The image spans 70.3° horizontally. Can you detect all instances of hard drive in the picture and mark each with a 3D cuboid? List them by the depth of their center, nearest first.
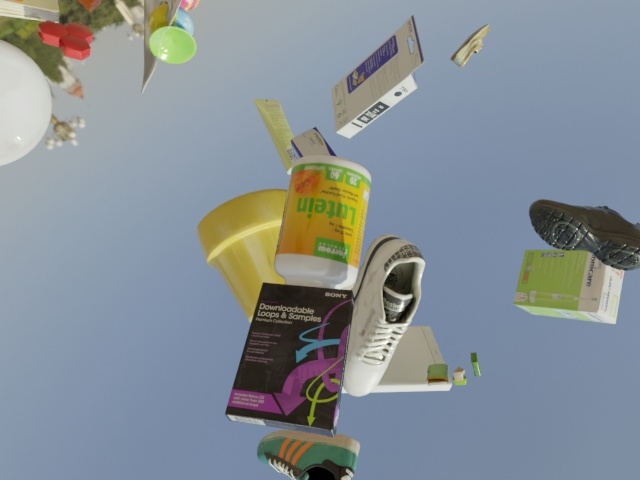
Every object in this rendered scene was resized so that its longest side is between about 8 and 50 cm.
[{"bbox_3d":[0.210,0.367,1.435,0.352,0.047,0.233,2,-141,-11],"label":"hard drive"}]

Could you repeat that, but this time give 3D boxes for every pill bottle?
[{"bbox_3d":[-0.374,-0.160,0.432,0.214,0.117,0.117,27,-117,19],"label":"pill bottle"},{"bbox_3d":[0.000,0.000,0.738,0.136,0.136,0.246,1,-105,36],"label":"pill bottle"}]

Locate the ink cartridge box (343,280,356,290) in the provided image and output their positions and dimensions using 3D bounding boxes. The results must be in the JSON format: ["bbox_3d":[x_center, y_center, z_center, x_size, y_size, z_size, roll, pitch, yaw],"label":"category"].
[{"bbox_3d":[0.016,0.111,1.357,0.160,0.093,0.219,-9,-175,-1],"label":"ink cartridge box"}]

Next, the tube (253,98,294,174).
[{"bbox_3d":[-0.112,-0.305,1.305,0.062,0.070,0.241,-25,-101,5],"label":"tube"}]

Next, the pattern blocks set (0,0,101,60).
[{"bbox_3d":[-0.521,-0.430,0.755,0.026,0.285,0.325,-51,-136,43],"label":"pattern blocks set"}]

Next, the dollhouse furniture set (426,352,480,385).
[{"bbox_3d":[0.364,0.356,1.269,0.151,0.059,0.076,-11,-153,22],"label":"dollhouse furniture set"}]

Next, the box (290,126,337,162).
[{"bbox_3d":[-0.008,-0.168,1.067,0.072,0.137,0.126,-27,-116,-11],"label":"box"}]

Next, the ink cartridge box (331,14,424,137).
[{"bbox_3d":[0.161,-0.437,1.250,0.332,0.065,0.166,-28,-122,46],"label":"ink cartridge box"}]

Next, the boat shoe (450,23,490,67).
[{"bbox_3d":[0.423,-0.540,1.265,0.135,0.045,0.050,-45,-166,5],"label":"boat shoe"}]

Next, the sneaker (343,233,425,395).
[{"bbox_3d":[0.076,0.110,0.608,0.095,0.089,0.235,-133,-125,-70],"label":"sneaker"}]

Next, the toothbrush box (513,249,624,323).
[{"bbox_3d":[0.812,0.144,1.498,0.283,0.122,0.207,-5,-117,58],"label":"toothbrush box"}]

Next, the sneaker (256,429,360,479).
[{"bbox_3d":[-0.050,0.546,1.114,0.301,0.108,0.121,-17,-148,32],"label":"sneaker"}]

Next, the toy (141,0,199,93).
[{"bbox_3d":[-0.148,-0.280,0.478,0.137,0.056,0.238,-39,-130,45],"label":"toy"}]

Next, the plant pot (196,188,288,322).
[{"bbox_3d":[-0.127,0.049,1.035,0.253,0.254,0.239,-26,-107,9],"label":"plant pot"}]

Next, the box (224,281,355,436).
[{"bbox_3d":[-0.029,0.125,0.511,0.115,0.029,0.162,4,-127,11],"label":"box"}]

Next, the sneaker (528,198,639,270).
[{"bbox_3d":[0.646,-0.035,1.103,0.286,0.109,0.130,26,-125,5],"label":"sneaker"}]
